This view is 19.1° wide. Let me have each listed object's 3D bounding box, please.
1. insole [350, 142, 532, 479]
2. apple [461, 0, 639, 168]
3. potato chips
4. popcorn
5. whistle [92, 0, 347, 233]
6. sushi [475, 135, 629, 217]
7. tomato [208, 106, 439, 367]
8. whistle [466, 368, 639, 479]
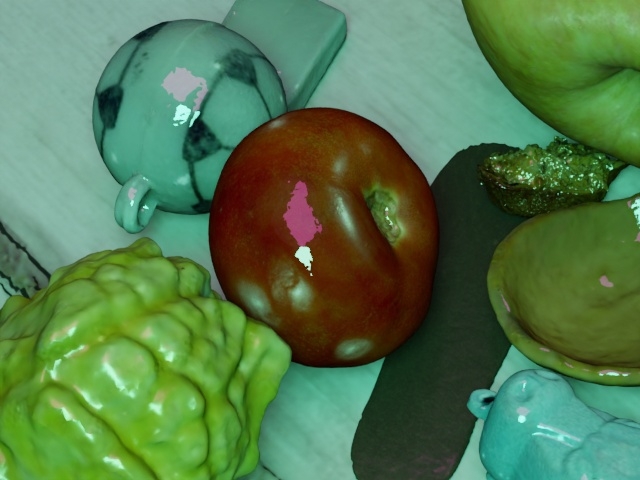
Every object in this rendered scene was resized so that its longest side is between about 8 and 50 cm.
[{"bbox_3d":[0.101,0.054,1.423,0.111,0.007,0.327,12,57,16],"label":"insole"},{"bbox_3d":[0.282,-0.223,1.375,0.391,0.391,0.346,21,65,20],"label":"apple"},{"bbox_3d":[0.225,0.040,1.379,0.195,0.062,0.208,19,47,24],"label":"potato chips"},{"bbox_3d":[-0.147,0.107,1.288,0.255,0.195,0.256,-28,23,-7],"label":"popcorn"},{"bbox_3d":[-0.085,-0.120,1.478,0.163,0.163,0.289,18,60,19],"label":"whistle"},{"bbox_3d":[0.177,-0.050,1.448,0.118,0.060,0.061,-14,53,-17],"label":"sushi"},{"bbox_3d":[0.000,0.000,1.370,0.136,0.195,0.195,-21,48,33],"label":"tomato"},{"bbox_3d":[0.207,0.181,1.271,0.274,0.093,0.186,35,40,24],"label":"whistle"}]
